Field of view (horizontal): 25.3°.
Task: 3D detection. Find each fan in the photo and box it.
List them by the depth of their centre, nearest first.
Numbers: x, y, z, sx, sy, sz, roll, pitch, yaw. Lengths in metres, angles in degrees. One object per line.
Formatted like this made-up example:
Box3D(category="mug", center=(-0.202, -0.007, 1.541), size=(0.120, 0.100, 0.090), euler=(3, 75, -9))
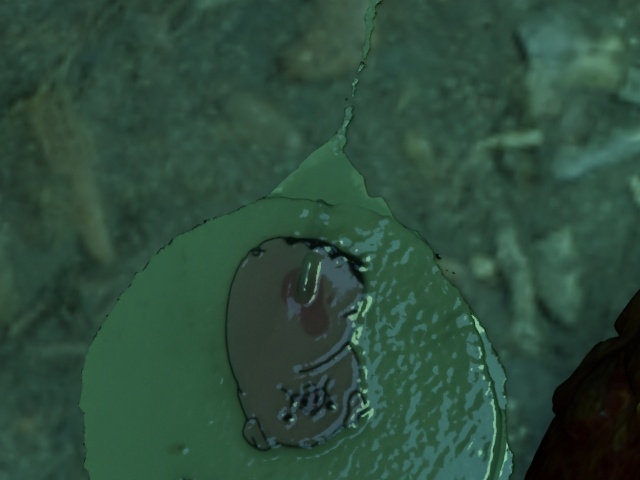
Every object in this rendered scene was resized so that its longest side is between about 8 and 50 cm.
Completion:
Box3D(category="fan", center=(0.000, 0.000, 0.570), size=(0.182, 0.010, 0.310), euler=(8, 80, 17))

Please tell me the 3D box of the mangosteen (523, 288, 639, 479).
Box3D(category="mangosteen", center=(0.181, 0.110, 0.405), size=(0.257, 0.215, 0.215), euler=(39, 90, 0))
